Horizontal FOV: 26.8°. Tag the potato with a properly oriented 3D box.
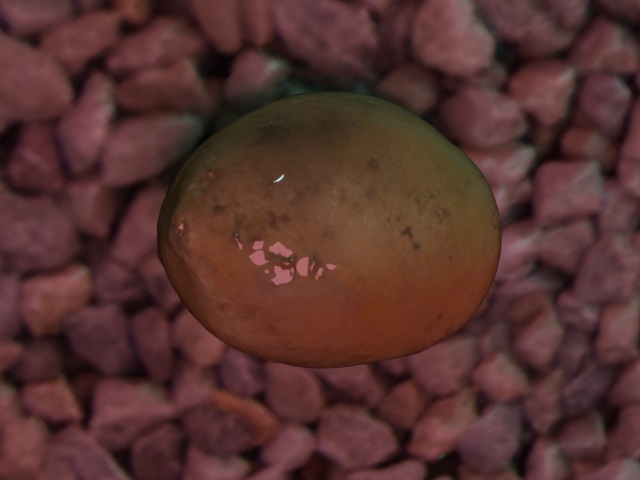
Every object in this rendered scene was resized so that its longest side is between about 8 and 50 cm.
[{"bbox_3d":[0.003,0.001,0.535,0.147,0.112,0.112,6,117,-24],"label":"potato"}]
